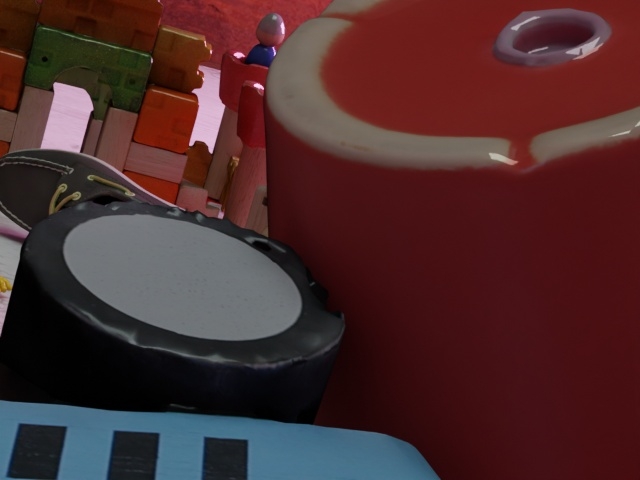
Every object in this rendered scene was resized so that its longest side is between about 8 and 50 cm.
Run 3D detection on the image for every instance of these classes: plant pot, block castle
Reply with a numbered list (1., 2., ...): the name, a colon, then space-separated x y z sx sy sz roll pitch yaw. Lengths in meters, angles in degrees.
1. plant pot: 0.099 0.027 0.676 0.275 0.243 0.275 -10 29 6
2. block castle: -0.233 -0.160 1.713 0.453 0.212 0.303 14 12 -11

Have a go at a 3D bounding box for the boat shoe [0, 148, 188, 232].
1. boat shoe: -0.179 -0.018 1.434 0.228 0.081 0.069 22 8 15

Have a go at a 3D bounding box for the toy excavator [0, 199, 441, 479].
1. toy excavator: -0.014 0.187 0.469 0.433 0.222 0.445 8 26 -26

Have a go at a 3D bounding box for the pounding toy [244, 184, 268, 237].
1. pounding toy: -0.005 -0.006 1.302 0.181 0.206 0.094 4 16 -46

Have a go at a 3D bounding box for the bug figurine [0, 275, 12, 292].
1. bug figurine: -0.342 -0.017 1.231 0.279 0.072 0.216 19 12 17
